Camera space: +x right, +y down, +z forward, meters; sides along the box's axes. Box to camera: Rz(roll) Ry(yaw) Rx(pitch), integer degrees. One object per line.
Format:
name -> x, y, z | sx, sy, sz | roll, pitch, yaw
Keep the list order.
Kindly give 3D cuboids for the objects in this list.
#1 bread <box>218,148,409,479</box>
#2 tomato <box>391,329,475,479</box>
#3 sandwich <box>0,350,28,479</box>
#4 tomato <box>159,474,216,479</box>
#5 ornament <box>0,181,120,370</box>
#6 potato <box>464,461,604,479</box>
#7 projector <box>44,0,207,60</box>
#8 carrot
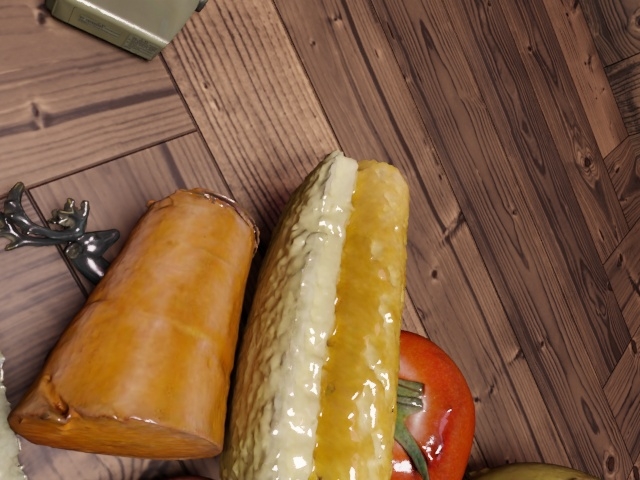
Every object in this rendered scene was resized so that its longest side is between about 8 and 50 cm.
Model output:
bread -> -0.007, 0.100, 0.587 | 0.165, 0.236, 0.375 | 18, 61, -14
tomato -> 0.095, 0.259, 0.709 | 0.255, 0.256, 0.224 | -66, 150, -25
sandwich -> -0.389, 0.236, 0.380 | 0.262, 0.131, 0.325 | -13, 93, -62
tomato -> -0.146, 0.392, 0.507 | 0.265, 0.265, 0.264 | 8, 77, -35
ornament -> -0.303, 0.057, 0.564 | 0.236, 0.080, 0.202 | 53, 53, -19
potato -> 0.315, 0.566, 0.734 | 0.320, 0.385, 0.442 | 22, 57, -16
projector -> -0.250, -0.393, 0.680 | 0.194, 0.088, 0.269 | 17, 72, -34
carrot -> -0.174, 0.085, 0.513 | 0.196, 0.196, 0.254 | 28, 51, -29
